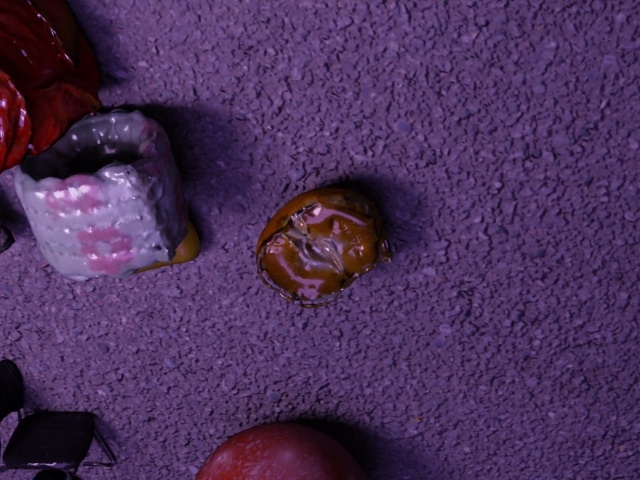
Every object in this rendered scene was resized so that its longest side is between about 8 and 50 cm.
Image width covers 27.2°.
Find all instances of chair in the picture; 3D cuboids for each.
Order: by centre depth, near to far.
[{"bbox_3d":[-0.406,0.293,1.934,0.145,0.140,0.221,-2,122,10],"label":"chair"}]

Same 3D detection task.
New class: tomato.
[{"bbox_3d":[-0.051,0.373,1.853,0.270,0.227,0.270,8,148,5],"label":"tomato"}]

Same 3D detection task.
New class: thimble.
[{"bbox_3d":[-0.255,-0.054,1.591,0.211,0.185,0.149,19,136,41],"label":"thimble"}]

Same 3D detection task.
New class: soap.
[{"bbox_3d":[-0.223,-0.001,1.721,0.140,0.045,0.089,-12,126,20],"label":"soap"}]

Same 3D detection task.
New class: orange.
[{"bbox_3d":[0.000,0.000,1.631,0.170,0.112,0.160,2,119,-18],"label":"orange"}]

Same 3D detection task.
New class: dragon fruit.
[{"bbox_3d":[-0.417,-0.151,1.518,0.302,0.330,0.240,21,151,-6],"label":"dragon fruit"}]

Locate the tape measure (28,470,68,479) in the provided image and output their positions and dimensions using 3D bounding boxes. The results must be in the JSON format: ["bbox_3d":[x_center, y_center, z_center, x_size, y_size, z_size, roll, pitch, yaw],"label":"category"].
[{"bbox_3d":[-0.419,0.400,2.067,0.091,0.054,0.094,30,137,-8],"label":"tape measure"}]

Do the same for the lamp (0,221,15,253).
[{"bbox_3d":[-0.506,-0.062,1.706,0.250,0.101,0.101,39,125,-15],"label":"lamp"}]
